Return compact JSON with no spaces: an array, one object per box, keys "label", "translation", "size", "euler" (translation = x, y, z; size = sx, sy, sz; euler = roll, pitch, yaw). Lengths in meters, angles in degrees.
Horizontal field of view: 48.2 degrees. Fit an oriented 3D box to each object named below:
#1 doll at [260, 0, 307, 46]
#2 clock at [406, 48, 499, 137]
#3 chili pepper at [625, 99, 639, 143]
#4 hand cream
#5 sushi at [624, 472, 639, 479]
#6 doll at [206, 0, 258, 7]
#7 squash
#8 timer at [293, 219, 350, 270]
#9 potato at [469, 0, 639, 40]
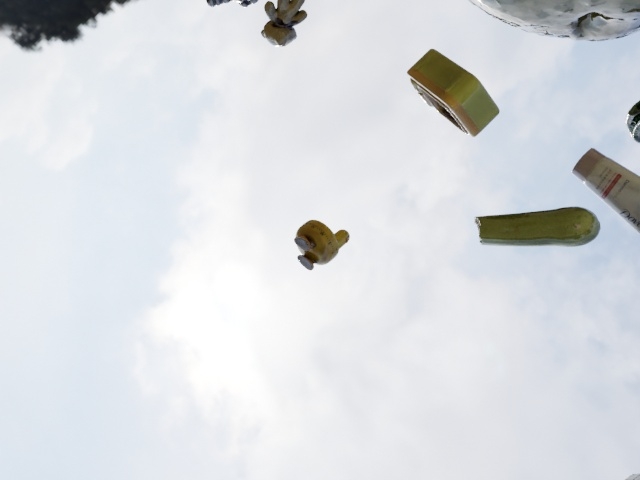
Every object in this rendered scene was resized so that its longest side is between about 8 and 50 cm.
[{"label":"doll","translation":[-0.052,-0.315,1.001],"size":[0.051,0.062,0.093],"euler":[-107,-149,-57]},{"label":"clock","translation":[0.293,-0.329,1.596],"size":[0.096,0.143,0.202],"euler":[-43,-138,5]},{"label":"chili pepper","translation":[0.478,-0.191,0.982],"size":[0.073,0.050,0.182],"euler":[-27,164,-30]},{"label":"hand cream","translation":[0.720,-0.114,1.705],"size":[0.083,0.133,0.248],"euler":[-25,-123,-38]},{"label":"sushi","translation":[0.515,0.422,1.116],"size":[0.193,0.040,0.210],"euler":[-24,171,-25]},{"label":"doll","translation":[-0.076,-0.413,1.092],"size":[0.219,0.091,0.067],"euler":[-22,-124,-3]},{"label":"squash","translation":[0.425,-0.023,1.424],"size":[0.250,0.083,0.083],"euler":[-3,-131,32]},{"label":"timer","translation":[0.000,0.000,1.600],"size":[0.109,0.107,0.107],"euler":[-39,-155,-32]},{"label":"potato","translation":[0.162,-0.264,0.429],"size":[0.218,0.203,0.351],"euler":[-54,-159,43]}]
